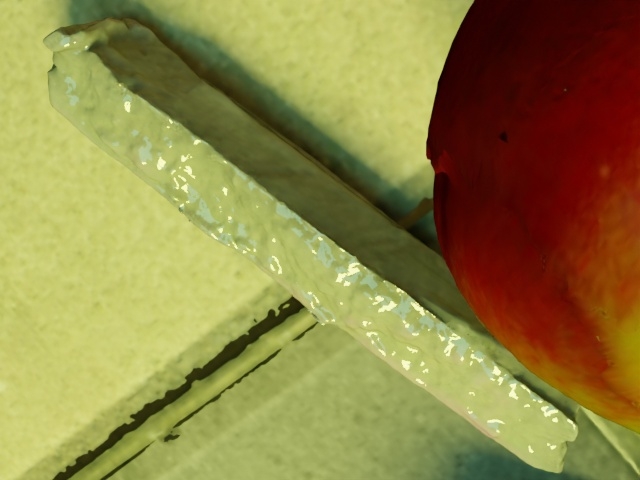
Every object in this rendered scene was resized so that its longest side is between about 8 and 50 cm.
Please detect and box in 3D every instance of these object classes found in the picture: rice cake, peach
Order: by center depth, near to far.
[{"bbox_3d":[0.128,-0.035,0.398,0.197,0.197,0.197,7,115,15],"label":"peach"},{"bbox_3d":[0.000,0.000,0.523,0.270,0.055,0.049,36,129,-2],"label":"rice cake"}]
